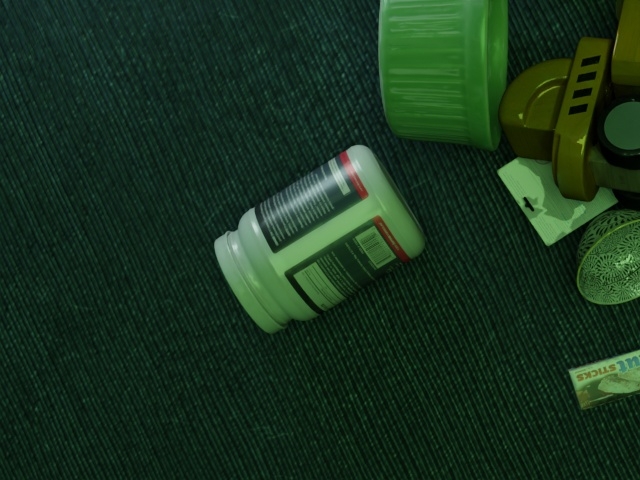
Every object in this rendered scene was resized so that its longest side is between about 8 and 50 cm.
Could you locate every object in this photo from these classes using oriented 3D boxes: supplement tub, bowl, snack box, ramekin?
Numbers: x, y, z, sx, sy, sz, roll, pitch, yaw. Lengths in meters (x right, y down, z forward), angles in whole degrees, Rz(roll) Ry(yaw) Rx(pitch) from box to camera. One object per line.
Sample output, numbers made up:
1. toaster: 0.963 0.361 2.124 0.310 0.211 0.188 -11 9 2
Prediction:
1. supplement tub: 0.000 0.000 1.694 0.272 0.191 0.191 -31 89 7
2. bowl: 0.441 0.008 1.682 0.170 0.170 0.080 -32 45 8
3. snack box: 0.473 0.201 1.731 0.178 0.022 0.064 -18 89 8
4. ramekin: 0.178 -0.279 1.610 0.148 0.303 0.303 2 93 14

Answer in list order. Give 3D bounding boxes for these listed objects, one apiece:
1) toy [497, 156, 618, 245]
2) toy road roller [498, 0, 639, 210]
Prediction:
1. toy: 0.400 -0.108 1.706 0.237 0.056 0.136 -33 80 2
2. toy road roller: 0.394 -0.215 1.606 0.241 0.202 0.329 11 74 24
